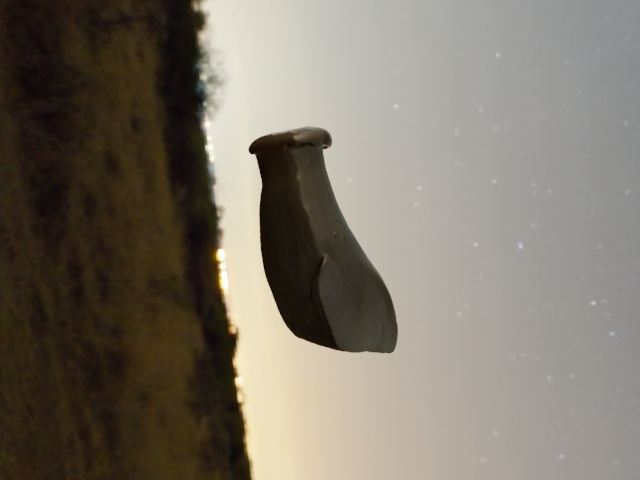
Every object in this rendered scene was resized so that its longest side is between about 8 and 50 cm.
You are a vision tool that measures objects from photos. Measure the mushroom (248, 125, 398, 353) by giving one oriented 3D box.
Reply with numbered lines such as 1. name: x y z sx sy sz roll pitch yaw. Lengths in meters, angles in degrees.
1. mushroom: -0.007 0.007 0.911 0.096 0.108 0.247 -6 76 -69
